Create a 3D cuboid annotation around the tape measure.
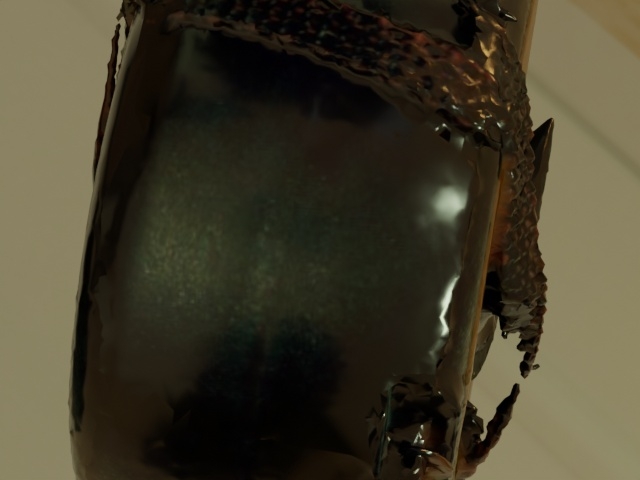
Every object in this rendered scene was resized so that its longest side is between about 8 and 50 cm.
[{"bbox_3d":[0.000,0.000,0.534,0.223,0.135,0.202,96,6,-67],"label":"tape measure"}]
